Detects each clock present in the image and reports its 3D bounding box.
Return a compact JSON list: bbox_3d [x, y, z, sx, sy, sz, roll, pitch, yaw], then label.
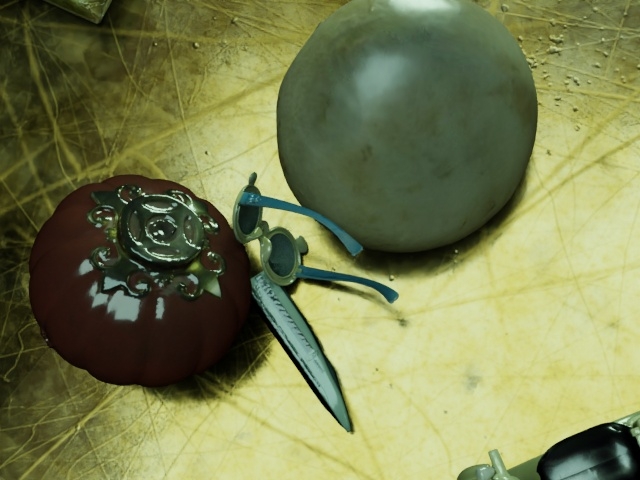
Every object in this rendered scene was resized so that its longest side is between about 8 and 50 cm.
[{"bbox_3d":[0.294,0.305,1.731,0.379,0.276,0.120,-23,75,-2],"label":"clock"}]

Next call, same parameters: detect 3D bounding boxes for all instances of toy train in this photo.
[{"bbox_3d":[-0.018,0.155,1.908,0.048,0.055,0.252,-33,77,-10],"label":"toy train"}]

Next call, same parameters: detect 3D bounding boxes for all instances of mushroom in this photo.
[{"bbox_3d":[0.110,-0.167,1.855,0.362,0.294,0.362,-4,107,-14],"label":"mushroom"}]

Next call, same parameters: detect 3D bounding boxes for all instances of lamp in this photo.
[{"bbox_3d":[-0.241,0.054,1.843,0.303,0.257,0.303,11,51,-14],"label":"lamp"}]

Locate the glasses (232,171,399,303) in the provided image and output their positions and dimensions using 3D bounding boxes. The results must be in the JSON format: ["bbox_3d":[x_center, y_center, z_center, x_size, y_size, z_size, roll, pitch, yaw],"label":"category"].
[{"bbox_3d":[-0.017,0.023,1.818,0.088,0.190,0.220,-48,48,-12],"label":"glasses"}]

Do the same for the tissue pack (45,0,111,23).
[{"bbox_3d":[-0.404,-0.446,2.035,0.234,0.125,0.159,26,83,10],"label":"tissue pack"}]
